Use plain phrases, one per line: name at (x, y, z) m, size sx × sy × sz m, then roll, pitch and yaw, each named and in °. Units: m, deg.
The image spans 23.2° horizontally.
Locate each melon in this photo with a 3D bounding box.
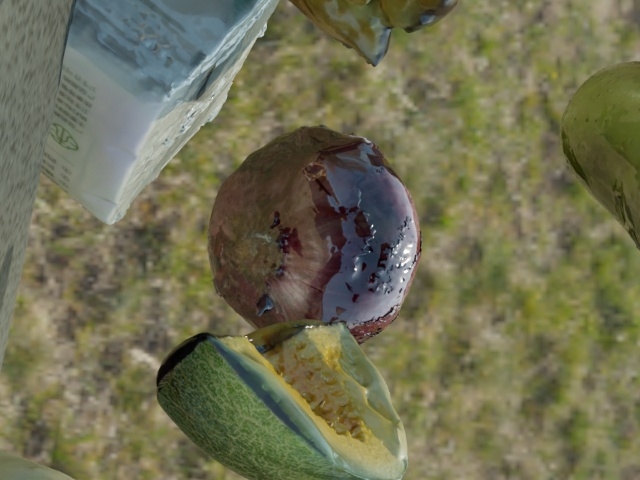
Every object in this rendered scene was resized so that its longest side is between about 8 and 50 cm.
melon at (-0.021, 0.099, 0.833) m, size 0.079 × 0.128 × 0.160 m, roll -47°, pitch 161°, yaw 16°

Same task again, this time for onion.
onion at (0.000, 0.000, 1.698) m, size 0.219 × 0.252 × 0.252 m, roll -15°, pitch 102°, yaw -58°

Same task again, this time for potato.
potato at (0.272, -0.048, 1.135) m, size 0.143 × 0.248 × 0.169 m, roll -50°, pitch 128°, yaw 4°

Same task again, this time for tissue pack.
tissue pack at (-0.218, -0.214, 1.136) m, size 0.356 × 0.266 × 0.194 m, roll 39°, pitch 64°, yaw 0°

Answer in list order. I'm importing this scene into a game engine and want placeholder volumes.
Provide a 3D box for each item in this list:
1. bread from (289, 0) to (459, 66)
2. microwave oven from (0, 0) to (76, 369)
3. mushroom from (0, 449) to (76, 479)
bread at (0.005, -0.244, 0.955) m, size 0.133 × 0.174 × 0.252 m, roll 9°, pitch 66°, yaw -35°
microwave oven at (-0.265, -0.042, 0.743) m, size 0.374 × 0.236 × 0.432 m, roll -93°, pitch -164°, yaw -72°
mushroom at (-0.271, 0.306, 0.985) m, size 0.353 × 0.325 × 0.353 m, roll -8°, pitch 108°, yaw -24°
